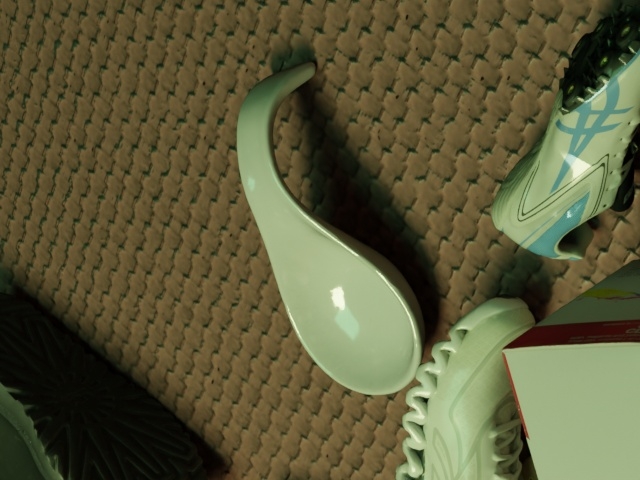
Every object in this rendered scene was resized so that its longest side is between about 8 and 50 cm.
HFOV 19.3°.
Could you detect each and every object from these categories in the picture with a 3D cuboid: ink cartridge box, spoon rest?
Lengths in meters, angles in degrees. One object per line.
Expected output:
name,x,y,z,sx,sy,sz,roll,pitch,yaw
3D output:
ink cartridge box,0.234,0.094,1.265,0.127,0.176,0.128,-7,106,44
spoon rest,0.000,0.000,1.515,0.137,0.084,0.276,-15,99,48

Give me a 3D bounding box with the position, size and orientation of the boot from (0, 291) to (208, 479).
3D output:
boot,-0.281,0.326,1.911,0.367,0.146,0.445,44,132,34

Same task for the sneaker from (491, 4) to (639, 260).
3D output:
sneaker,0.191,-0.071,1.288,0.086,0.085,0.237,22,142,-1

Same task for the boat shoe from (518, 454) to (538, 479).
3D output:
boat shoe,0.212,0.228,1.439,0.170,0.063,0.059,40,140,24

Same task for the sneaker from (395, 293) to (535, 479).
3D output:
sneaker,0.116,0.182,1.445,0.118,0.110,0.292,30,112,33
